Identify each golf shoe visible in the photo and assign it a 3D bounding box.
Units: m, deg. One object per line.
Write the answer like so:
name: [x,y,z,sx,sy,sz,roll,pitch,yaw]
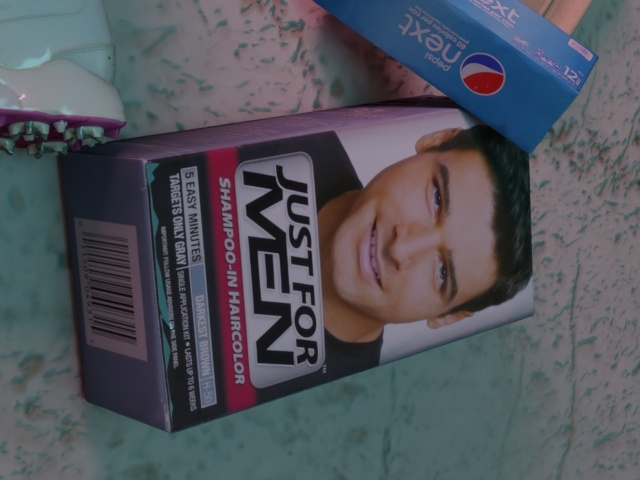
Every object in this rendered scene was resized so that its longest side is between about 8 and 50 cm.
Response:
golf shoe: [-0.250,-0.132,0.753,0.306,0.115,0.140,7,81,-48]

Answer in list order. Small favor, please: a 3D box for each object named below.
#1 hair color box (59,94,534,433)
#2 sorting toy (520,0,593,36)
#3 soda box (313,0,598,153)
hair color box: [0.000,0.000,0.976,0.374,0.114,0.185,-13,105,-40]
sorting toy: [0.181,-0.286,1.149,0.208,0.038,0.193,46,66,-31]
soda box: [0.102,-0.163,0.986,0.210,0.071,0.067,36,41,1]
